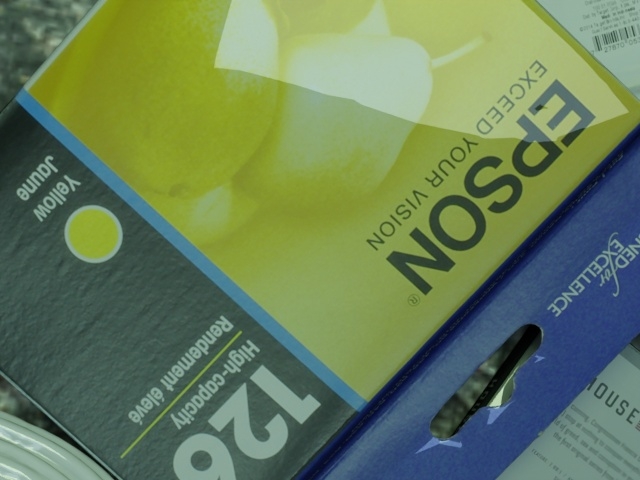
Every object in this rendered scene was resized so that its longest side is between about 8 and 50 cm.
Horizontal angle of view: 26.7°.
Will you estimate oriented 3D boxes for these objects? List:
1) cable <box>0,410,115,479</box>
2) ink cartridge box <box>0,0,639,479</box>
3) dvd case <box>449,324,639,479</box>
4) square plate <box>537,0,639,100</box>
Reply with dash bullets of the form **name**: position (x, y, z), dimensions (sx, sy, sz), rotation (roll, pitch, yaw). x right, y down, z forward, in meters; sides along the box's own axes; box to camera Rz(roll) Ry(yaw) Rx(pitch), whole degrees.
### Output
- **cable**: position (-0.184, 0.183, 0.574), dimensions (0.257, 0.089, 0.257), rotation (35, 44, 8)
- **ink cartridge box**: position (0.000, 0.000, 0.648), dimensions (0.307, 0.072, 0.303), rotation (42, 97, -3)
- **dvd case**: position (0.133, 0.177, 0.748), dimensions (0.179, 0.029, 0.239), rotation (39, 80, -6)
- **square plate**: position (0.124, -0.203, 0.676), dimensions (0.347, 0.049, 0.344), rotation (-13, 94, 15)
